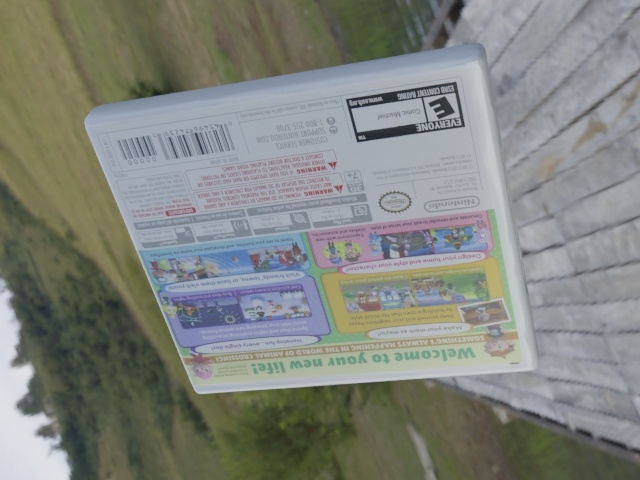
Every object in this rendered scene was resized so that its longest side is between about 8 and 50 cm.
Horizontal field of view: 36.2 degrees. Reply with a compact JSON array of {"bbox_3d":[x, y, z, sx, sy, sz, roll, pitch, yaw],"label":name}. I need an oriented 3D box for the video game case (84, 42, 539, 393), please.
[{"bbox_3d":[0.000,0.000,0.537,0.023,0.212,0.193,-72,-30,-55],"label":"video game case"}]
